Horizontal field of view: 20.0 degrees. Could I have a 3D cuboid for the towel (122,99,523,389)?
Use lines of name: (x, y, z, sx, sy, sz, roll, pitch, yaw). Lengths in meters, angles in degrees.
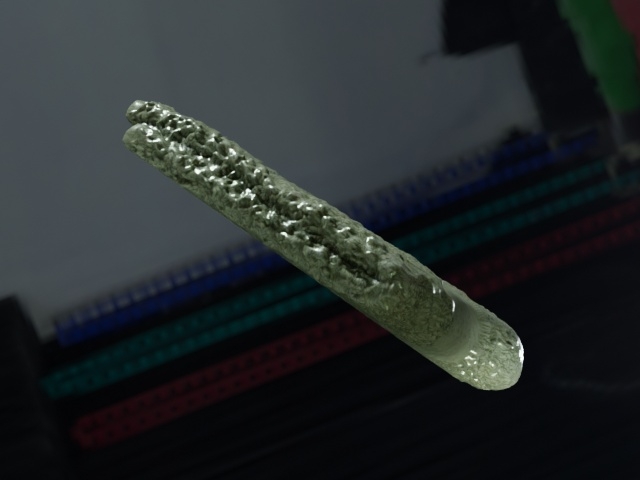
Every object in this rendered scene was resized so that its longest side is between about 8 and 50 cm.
towel: (0.000, 0.000, 0.653, 0.148, 0.027, 0.110, 34, -1, 37)
